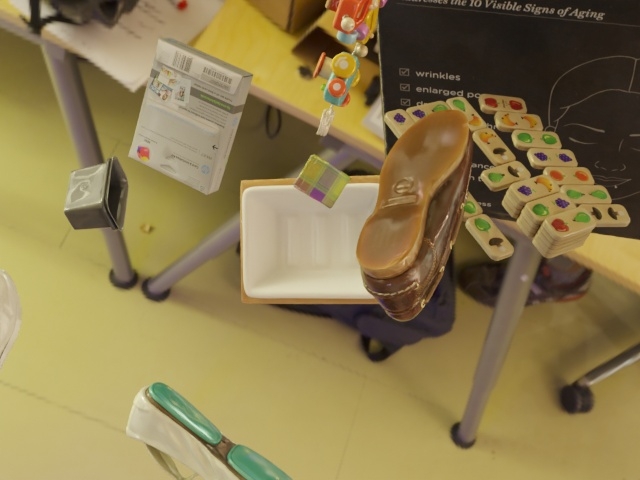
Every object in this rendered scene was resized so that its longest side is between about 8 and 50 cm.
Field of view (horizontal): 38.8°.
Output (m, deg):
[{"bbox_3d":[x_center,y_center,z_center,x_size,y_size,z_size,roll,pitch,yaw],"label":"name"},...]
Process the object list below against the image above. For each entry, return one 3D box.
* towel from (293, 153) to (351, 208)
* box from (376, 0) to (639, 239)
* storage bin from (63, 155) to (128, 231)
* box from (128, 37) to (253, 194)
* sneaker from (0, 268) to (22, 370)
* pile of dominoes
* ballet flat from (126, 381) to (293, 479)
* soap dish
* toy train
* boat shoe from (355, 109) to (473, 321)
[{"bbox_3d":[0.001,-0.090,1.377,0.083,0.009,0.060,33,91,29],"label":"towel"},{"bbox_3d":[0.340,-0.267,1.279,0.480,0.471,0.297,9,58,13],"label":"box"},{"bbox_3d":[-0.410,-0.076,1.664,0.091,0.098,0.135,-8,51,7],"label":"storage bin"},{"bbox_3d":[-0.190,-0.179,1.314,0.145,0.186,0.038,26,22,16],"label":"box"},{"bbox_3d":[-0.526,0.152,1.402,0.090,0.095,0.235,6,75,0],"label":"sneaker"},{"bbox_3d":[0.218,-0.092,1.036,0.196,0.040,0.251,-17,57,-26],"label":"pile of dominoes"},{"bbox_3d":[-0.205,0.433,1.741,0.400,0.139,0.139,36,55,5],"label":"ballet flat"},{"bbox_3d":[0.000,0.000,1.661,0.291,0.118,0.228,-1,91,14],"label":"soap dish"},{"bbox_3d":[0.017,-0.192,0.896,0.046,0.166,0.125,25,40,7],"label":"toy train"},{"bbox_3d":[0.085,-0.025,0.776,0.073,0.073,0.207,60,44,-37],"label":"boat shoe"}]
